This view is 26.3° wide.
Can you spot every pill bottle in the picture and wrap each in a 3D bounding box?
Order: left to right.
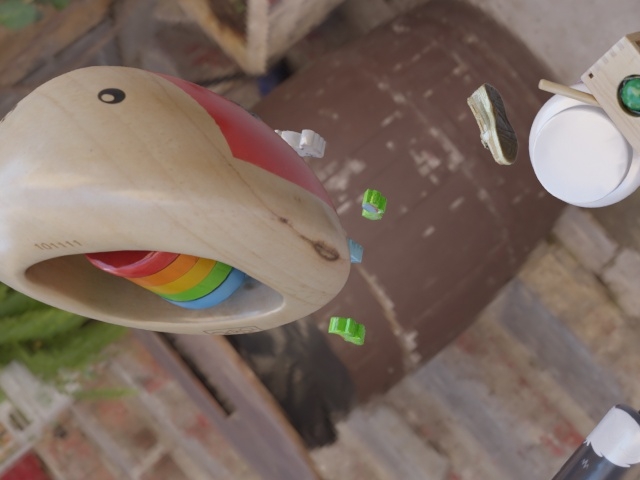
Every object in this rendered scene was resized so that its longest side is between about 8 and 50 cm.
[{"bbox_3d":[0.343,-0.125,1.692,0.152,0.152,0.272,50,-156,5],"label":"pill bottle"}]

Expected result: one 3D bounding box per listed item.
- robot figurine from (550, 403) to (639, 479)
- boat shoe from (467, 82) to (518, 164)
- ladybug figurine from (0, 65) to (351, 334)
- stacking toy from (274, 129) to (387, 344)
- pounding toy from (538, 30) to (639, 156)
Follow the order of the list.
[{"bbox_3d":[0.383,0.317,1.685,0.173,0.278,0.209,41,-176,37],"label":"robot figurine"},{"bbox_3d":[0.263,-0.173,2.113,0.056,0.048,0.153,20,-135,-42],"label":"boat shoe"},{"bbox_3d":[-0.135,-0.028,1.214,0.449,0.305,0.162,41,-135,-65],"label":"ladybug figurine"},{"bbox_3d":[0.000,0.000,1.440,0.052,0.167,0.221,1,160,29],"label":"stacking toy"},{"bbox_3d":[0.332,-0.156,1.442,0.130,0.141,0.100,56,131,13],"label":"pounding toy"}]
